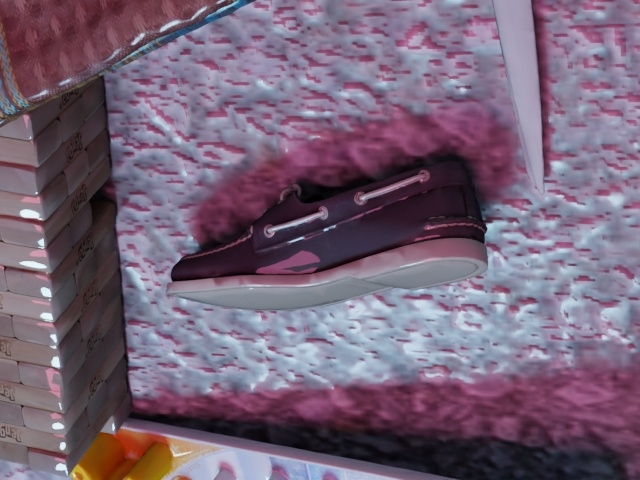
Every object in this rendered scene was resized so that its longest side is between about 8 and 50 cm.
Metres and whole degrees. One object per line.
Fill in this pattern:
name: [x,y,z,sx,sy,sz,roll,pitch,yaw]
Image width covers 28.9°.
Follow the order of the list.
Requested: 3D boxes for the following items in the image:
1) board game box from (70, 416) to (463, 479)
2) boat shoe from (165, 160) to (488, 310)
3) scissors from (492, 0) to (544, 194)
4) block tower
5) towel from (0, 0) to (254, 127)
board game box: [0.029,0.315,0.848,0.390,0.050,0.390,5,121,29]
boat shoe: [0.000,0.000,0.719,0.206,0.075,0.065,-10,73,30]
scissors: [0.094,-0.159,0.599,0.109,0.021,0.297,-17,112,26]
block tower: [-0.182,-0.009,0.745,0.091,0.097,0.335,10,124,15]
towel: [-0.165,-0.237,0.504,0.271,0.040,0.370,-19,94,33]
